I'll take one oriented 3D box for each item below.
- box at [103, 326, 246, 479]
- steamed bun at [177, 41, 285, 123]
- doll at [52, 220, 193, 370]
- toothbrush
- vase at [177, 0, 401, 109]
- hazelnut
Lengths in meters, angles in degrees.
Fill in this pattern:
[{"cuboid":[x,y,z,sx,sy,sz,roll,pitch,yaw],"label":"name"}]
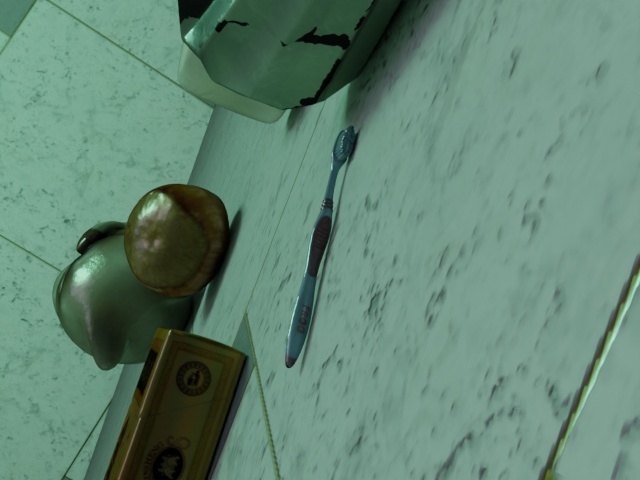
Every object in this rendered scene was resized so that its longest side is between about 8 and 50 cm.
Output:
[{"cuboid":[-0.157,0.220,0.887,0.174,0.076,0.274,166,123,-75],"label":"box"},{"cuboid":[-0.062,-0.262,1.051,0.164,0.146,0.241,153,136,-78],"label":"steamed bun"},{"cuboid":[-0.314,0.082,1.509,0.215,0.226,0.370,-37,0,-12],"label":"doll"},{"cuboid":[0.000,0.000,0.667,0.019,0.013,0.193,-35,35,56],"label":"toothbrush"},{"cuboid":[0.011,-0.215,0.645,0.360,0.165,0.165,145,143,-65],"label":"vase"},{"cuboid":[-0.180,0.001,1.261,0.150,0.150,0.150,-161,90,-79],"label":"hazelnut"}]
